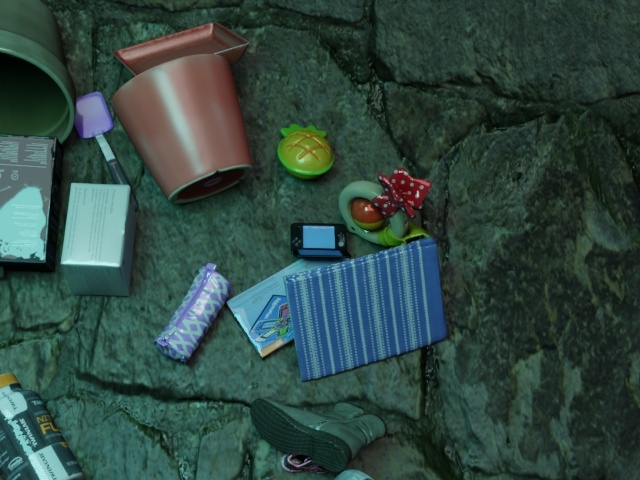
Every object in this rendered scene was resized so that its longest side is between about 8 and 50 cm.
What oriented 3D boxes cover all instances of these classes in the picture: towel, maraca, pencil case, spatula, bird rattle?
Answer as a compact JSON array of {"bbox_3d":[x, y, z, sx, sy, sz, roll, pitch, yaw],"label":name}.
[{"bbox_3d":[0.099,0.139,1.933,0.336,0.040,0.243,-15,112,-13],"label":"towel"},{"bbox_3d":[-0.034,-0.205,2.100,0.127,0.099,0.185,6,40,-11],"label":"maraca"},{"bbox_3d":[-0.262,0.151,1.917,0.086,0.088,0.206,12,59,31],"label":"pencil case"},{"bbox_3d":[-0.469,-0.191,2.066,0.084,0.030,0.296,-22,72,-15],"label":"spatula"},{"bbox_3d":[0.126,-0.052,1.984,0.207,0.253,0.143,17,60,27],"label":"bird rattle"}]

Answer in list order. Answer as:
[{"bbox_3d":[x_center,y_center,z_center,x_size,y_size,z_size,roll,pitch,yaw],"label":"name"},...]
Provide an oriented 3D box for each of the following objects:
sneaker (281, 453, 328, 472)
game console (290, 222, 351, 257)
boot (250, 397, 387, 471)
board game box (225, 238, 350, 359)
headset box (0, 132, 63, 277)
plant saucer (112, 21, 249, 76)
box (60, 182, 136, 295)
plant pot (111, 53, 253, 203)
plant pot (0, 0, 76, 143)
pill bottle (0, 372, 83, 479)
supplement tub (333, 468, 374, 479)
[{"bbox_3d":[-0.016,0.432,1.849,0.119,0.057,0.047,-3,66,-11],"label":"sneaker"},{"bbox_3d":[0.000,0.000,1.999,0.122,0.071,0.107,2,66,-7],"label":"game console"},{"bbox_3d":[-0.003,0.363,1.862,0.247,0.083,0.161,22,27,28],"label":"boot"},{"bbox_3d":[-0.045,0.122,1.993,0.281,0.027,0.145,-30,72,-18],"label":"board game box"},{"bbox_3d":[-0.661,-0.068,1.906,0.247,0.131,0.282,2,80,-7],"label":"headset box"},{"bbox_3d":[-0.312,-0.413,2.107,0.259,0.047,0.258,-21,30,-15],"label":"plant saucer"},{"bbox_3d":[-0.445,0.001,1.905,0.119,0.182,0.180,3,66,-5],"label":"box"},{"bbox_3d":[-0.275,-0.226,1.996,0.275,0.275,0.243,-21,83,-16],"label":"plant pot"},{"bbox_3d":[-0.671,-0.373,1.993,0.323,0.323,0.280,2,50,-7],"label":"plant pot"},{"bbox_3d":[-0.558,0.371,1.759,0.130,0.130,0.245,-30,74,-18],"label":"pill bottle"},{"bbox_3d":[0.004,0.597,1.699,0.338,0.207,0.207,-40,77,-20],"label":"supplement tub"}]
